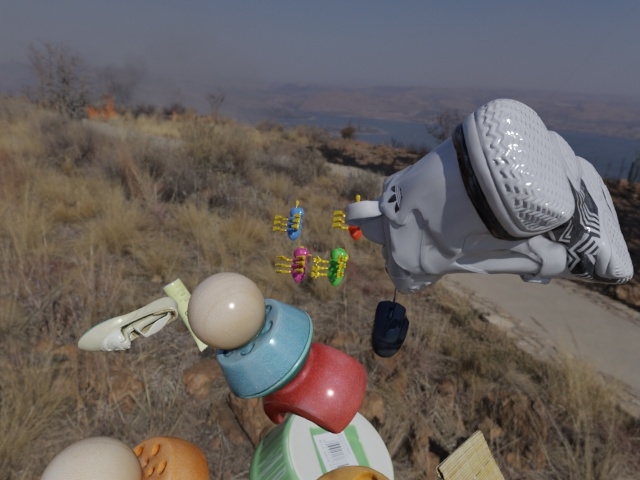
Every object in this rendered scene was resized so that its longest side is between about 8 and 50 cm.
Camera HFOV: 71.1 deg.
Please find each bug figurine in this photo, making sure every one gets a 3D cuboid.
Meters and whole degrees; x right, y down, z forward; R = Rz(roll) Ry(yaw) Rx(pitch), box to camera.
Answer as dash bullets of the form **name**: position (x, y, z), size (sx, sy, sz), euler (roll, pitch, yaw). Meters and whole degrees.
- **bug figurine**: position (0.000, 0.000, 1.079), size (0.279, 0.216, 0.072), euler (0, -18, 38)

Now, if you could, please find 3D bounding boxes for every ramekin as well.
- **ramekin**: position (0.013, 0.501, 0.972), size (0.303, 0.148, 0.303), euler (24, 30, -15)

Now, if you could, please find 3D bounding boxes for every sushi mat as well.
- **sushi mat**: position (0.396, 0.611, 1.161), size (0.019, 0.151, 0.316), euler (-33, -22, 31)

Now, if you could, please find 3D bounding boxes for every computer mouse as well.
- **computer mouse**: position (0.147, 0.112, 0.882), size (0.071, 0.242, 0.041), euler (10, -4, 16)

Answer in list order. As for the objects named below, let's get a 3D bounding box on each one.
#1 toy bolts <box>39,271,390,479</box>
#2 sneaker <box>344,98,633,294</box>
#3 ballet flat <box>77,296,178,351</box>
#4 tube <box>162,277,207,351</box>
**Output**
- **toy bolts**: position (-0.050, 0.130, 0.309), size (0.218, 0.158, 0.229), euler (-17, 35, 37)
- **sneaker**: position (0.203, -0.014, 0.522), size (0.365, 0.137, 0.210), euler (20, -31, -40)
- **ballet flat**: position (-0.470, 0.221, 1.115), size (0.248, 0.086, 0.086), euler (-28, 32, -22)
- **tube**: position (-0.419, 0.236, 1.456), size (0.070, 0.240, 0.062), euler (-31, 9, -5)
